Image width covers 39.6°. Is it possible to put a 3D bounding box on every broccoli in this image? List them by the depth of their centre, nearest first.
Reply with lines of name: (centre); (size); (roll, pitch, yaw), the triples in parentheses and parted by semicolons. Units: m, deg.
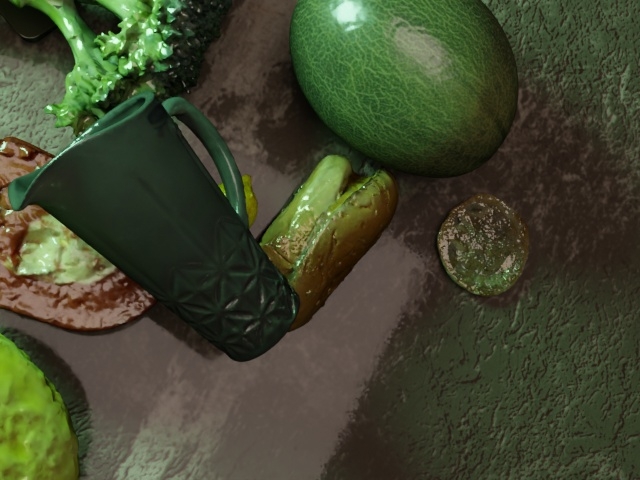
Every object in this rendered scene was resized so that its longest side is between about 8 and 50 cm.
broccoli: (-0.277, -0.355, 1.027); (0.397, 0.275, 0.353); (33, 48, 0)

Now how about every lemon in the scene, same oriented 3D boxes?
lemon: (-0.110, -0.041, 1.107); (0.065, 0.065, 0.092); (23, 83, -9)

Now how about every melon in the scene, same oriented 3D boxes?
melon: (0.105, -0.212, 1.092); (0.301, 0.237, 0.237); (43, 76, -2)

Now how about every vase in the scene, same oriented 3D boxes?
vase: (-0.145, -0.015, 0.929); (0.301, 0.156, 0.251); (50, 45, -23)

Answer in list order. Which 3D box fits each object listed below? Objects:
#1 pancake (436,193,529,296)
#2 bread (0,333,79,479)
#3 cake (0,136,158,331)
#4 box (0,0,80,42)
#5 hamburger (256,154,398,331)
pancake: (0.220, 0.006, 1.198); (0.139, 0.022, 0.140); (1, 83, -13)
bread: (-0.434, 0.229, 0.856); (0.348, 0.307, 0.348); (2, 86, -31)
cake: (-0.302, 0.001, 1.012); (0.283, 0.151, 0.177); (26, 86, -18)
box: (-0.366, -0.313, 1.100); (0.091, 0.031, 0.126); (-42, 94, -15)
hamburger: (0.000, 0.000, 1.095); (0.124, 0.131, 0.262); (39, 81, -6)
